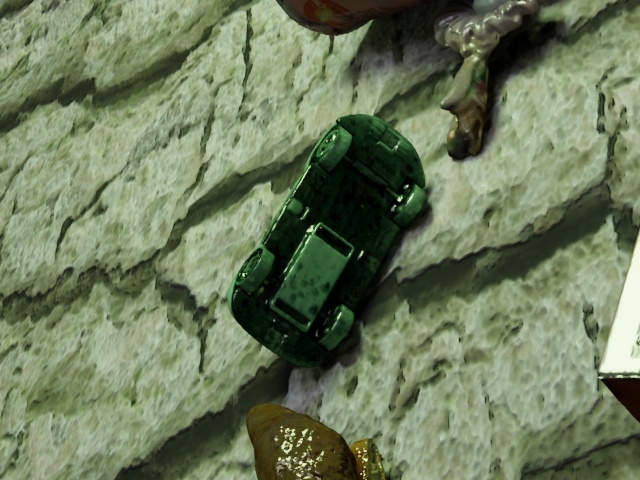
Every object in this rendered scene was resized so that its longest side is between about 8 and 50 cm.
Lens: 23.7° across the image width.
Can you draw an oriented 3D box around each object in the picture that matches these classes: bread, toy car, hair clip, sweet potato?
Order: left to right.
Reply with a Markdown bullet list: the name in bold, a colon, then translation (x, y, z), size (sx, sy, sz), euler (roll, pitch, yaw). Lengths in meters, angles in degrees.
- **sweet potato**: translation (-0.014, 0.238, 1.475), size (0.114, 0.092, 0.341), euler (-53, 29, 20)
- **toy car**: translation (0.000, 0.000, 1.753), size (0.306, 0.136, 0.125), euler (-61, 17, -22)
- **bread**: translation (0.010, 0.287, 1.526), size (0.136, 0.054, 0.154), euler (-29, 33, 18)
- **hair clip**: translation (0.196, -0.237, 1.837), size (0.173, 0.069, 0.300), euler (-11, 48, 41)

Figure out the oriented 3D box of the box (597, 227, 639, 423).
- **box**: translation (0.461, -0.016, 1.319), size (0.344, 0.122, 0.385), euler (-4, 52, 41)

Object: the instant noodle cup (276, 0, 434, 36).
- **instant noodle cup**: translation (0.077, -0.391, 1.939), size (0.231, 0.243, 0.243), euler (1, 56, 51)
